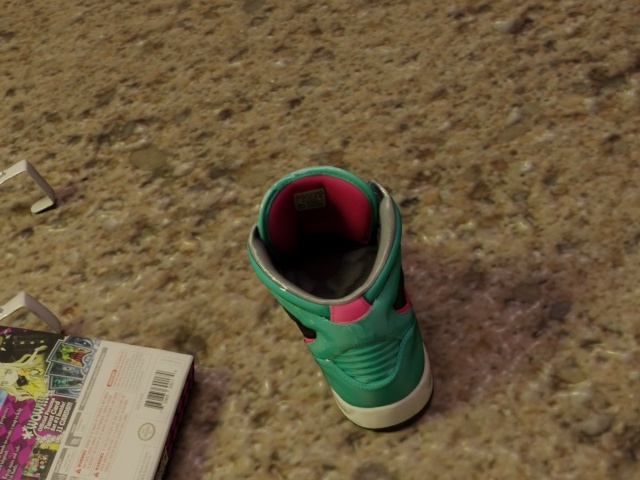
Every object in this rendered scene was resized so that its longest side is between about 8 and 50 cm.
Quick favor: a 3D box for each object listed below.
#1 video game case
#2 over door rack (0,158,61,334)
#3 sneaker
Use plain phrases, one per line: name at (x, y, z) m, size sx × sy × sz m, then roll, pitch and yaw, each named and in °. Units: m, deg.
video game case at (-0.229, 0.172, 1.001) m, size 0.210 × 0.042 × 0.232 m, roll 8°, pitch 44°, yaw 5°
over door rack at (-0.426, 0.033, 1.225) m, size 0.324 × 0.108 × 0.239 m, roll -17°, pitch 41°, yaw 1°
sneaker at (0.000, 0.000, 1.041) m, size 0.124 × 0.178 × 0.295 m, roll -22°, pitch 40°, yaw -4°
